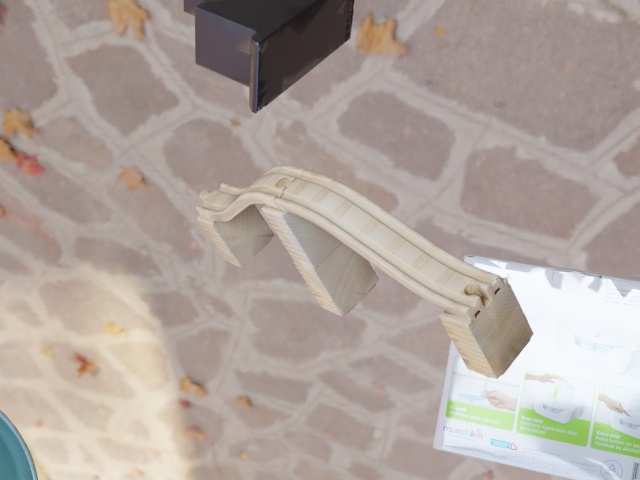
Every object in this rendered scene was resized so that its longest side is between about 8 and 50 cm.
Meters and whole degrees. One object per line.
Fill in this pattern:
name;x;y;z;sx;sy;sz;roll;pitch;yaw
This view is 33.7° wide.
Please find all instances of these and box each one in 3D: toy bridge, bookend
toy bridge;0.000;0.000;0.429;0.188;0.026;0.063;21;149;50
bookend;-0.074;-0.207;0.958;0.156;0.157;0.072;25;136;21

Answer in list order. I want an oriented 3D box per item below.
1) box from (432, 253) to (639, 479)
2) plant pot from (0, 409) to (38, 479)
box;0.282;0.147;1.209;0.262;0.231;0.127;8;180;20
plant pot;-0.487;0.299;1.163;0.293;0.293;0.196;43;149;-26
